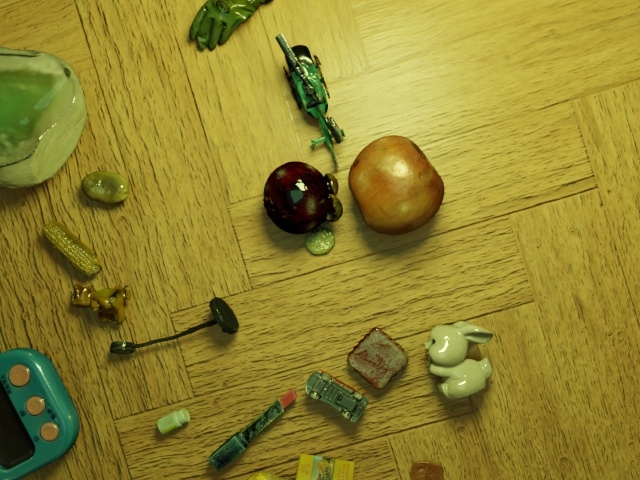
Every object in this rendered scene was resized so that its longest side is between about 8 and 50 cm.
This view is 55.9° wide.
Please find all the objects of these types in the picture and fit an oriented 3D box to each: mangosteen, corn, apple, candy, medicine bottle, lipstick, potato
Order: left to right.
[{"bbox_3d":[-0.861,-0.341,1.663,0.427,0.186,0.385,16,84,6],"label":"candy"},{"bbox_3d":[-0.708,0.023,1.717,0.207,0.068,0.068,43,93,1],"label":"corn"},{"bbox_3d":[-0.605,-0.149,1.705,0.138,0.070,0.091,12,87,2],"label":"potato"},{"bbox_3d":[-0.418,0.513,1.714,0.083,0.047,0.047,-26,89,5],"label":"medicine bottle"},{"bbox_3d":[-0.180,0.526,1.698,0.312,0.051,0.051,-41,86,2],"label":"lipstick"},{"bbox_3d":[-0.053,-0.117,1.612,0.210,0.210,0.209,0,91,4],"label":"mangosteen"},{"bbox_3d":[0.189,-0.139,1.570,0.254,0.253,0.253,0,91,4],"label":"apple"}]

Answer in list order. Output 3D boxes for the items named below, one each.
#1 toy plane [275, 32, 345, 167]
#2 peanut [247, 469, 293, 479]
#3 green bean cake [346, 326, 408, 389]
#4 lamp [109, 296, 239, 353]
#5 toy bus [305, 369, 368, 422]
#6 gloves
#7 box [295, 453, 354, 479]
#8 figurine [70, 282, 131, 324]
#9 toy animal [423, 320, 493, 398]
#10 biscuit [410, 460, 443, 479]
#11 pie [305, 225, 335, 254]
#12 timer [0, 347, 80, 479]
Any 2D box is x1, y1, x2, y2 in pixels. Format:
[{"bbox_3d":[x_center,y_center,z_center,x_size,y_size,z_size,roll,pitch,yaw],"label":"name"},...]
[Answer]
[{"bbox_3d":[-0.018,-0.374,1.624,0.107,0.155,0.381,-19,106,3],"label":"toy plane"},{"bbox_3d":[-0.107,0.701,1.678,0.207,0.087,0.087,16,92,6],"label":"peanut"},{"bbox_3d":[0.158,0.323,1.666,0.135,0.056,0.135,43,93,4],"label":"green bean cake"},{"bbox_3d":[-0.414,0.241,1.706,0.372,0.130,0.108,-14,67,17],"label":"lamp"},{"bbox_3d":[0.043,0.421,1.665,0.174,0.077,0.079,30,93,4],"label":"toy bus"},{"bbox_3d":[-0.250,-0.632,1.661,0.268,0.107,0.135,-37,57,6],"label":"gloves"},{"bbox_3d":[0.013,0.645,1.673,0.155,0.023,0.086,7,48,4],"label":"box"},{"bbox_3d":[-0.625,0.182,1.712,0.176,0.121,0.122,9,119,17],"label":"figurine"},{"bbox_3d":[0.374,0.317,1.615,0.179,0.127,0.192,-10,89,2],"label":"toy animal"},{"bbox_3d":[0.295,0.653,1.682,0.091,0.015,0.078,11,93,4],"label":"biscuit"},{"bbox_3d":[0.000,0.000,1.691,0.085,0.017,0.085,0,90,4],"label":"pie"},{"bbox_3d":[-0.864,0.489,1.712,0.309,0.115,0.340,-29,89,3],"label":"timer"}]
